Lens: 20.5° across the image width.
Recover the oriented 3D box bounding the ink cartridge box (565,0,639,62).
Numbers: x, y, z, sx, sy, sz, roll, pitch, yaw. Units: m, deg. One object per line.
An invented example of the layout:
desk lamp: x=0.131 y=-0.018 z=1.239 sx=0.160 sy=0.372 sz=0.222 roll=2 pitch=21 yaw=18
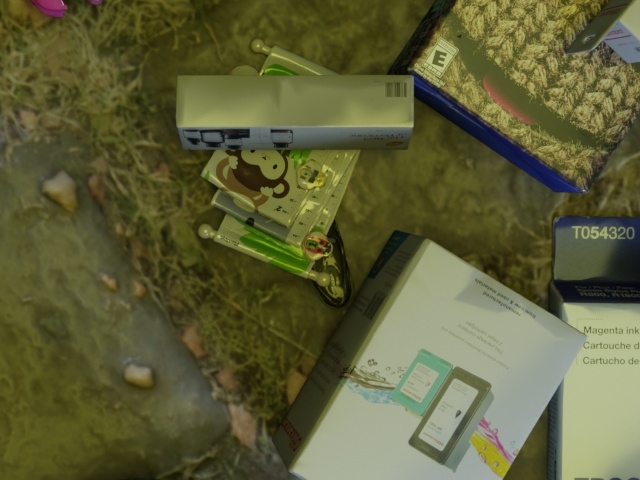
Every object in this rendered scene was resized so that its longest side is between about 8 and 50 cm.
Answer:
ink cartridge box: x=0.332 y=-0.235 z=1.744 sx=0.060 sy=0.104 sz=0.180 roll=41 pitch=88 yaw=-8

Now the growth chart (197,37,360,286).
growth chart: x=-0.039 y=-0.085 z=1.863 sx=0.172 sy=0.021 sz=0.237 roll=17 pitch=79 yaw=2

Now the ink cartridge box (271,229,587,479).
ink cartridge box: x=0.104 y=0.156 z=1.827 sx=0.197 sy=0.198 sz=0.270 roll=31 pitch=89 yaw=-7

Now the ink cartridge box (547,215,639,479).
ink cartridge box: x=0.412 y=0.139 z=1.929 sx=0.324 sy=0.071 sz=0.330 roll=0 pitch=93 yaw=-6

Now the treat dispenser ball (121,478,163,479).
treat dispenser ball: x=-0.181 y=0.381 z=1.756 sx=0.288 sy=0.288 sz=0.288 roll=0 pitch=92 yaw=-7

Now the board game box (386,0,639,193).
board game box: x=0.251 y=-0.231 z=1.859 sx=0.232 sy=0.141 sz=0.291 roll=33 pitch=88 yaw=-7

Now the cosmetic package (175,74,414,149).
cosmetic package: x=-0.026 y=-0.129 z=1.812 sx=0.239 sy=0.099 sz=0.060 roll=0 pitch=81 yaw=0

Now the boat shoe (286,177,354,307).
boat shoe: x=0.000 y=0.000 z=1.883 sx=0.056 sy=0.049 sz=0.152 roll=-25 pitch=94 yaw=-5

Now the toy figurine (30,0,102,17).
toy figurine: x=-0.247 y=-0.306 z=1.831 sx=0.173 sy=0.130 sz=0.159 roll=17 pitch=105 yaw=-31
